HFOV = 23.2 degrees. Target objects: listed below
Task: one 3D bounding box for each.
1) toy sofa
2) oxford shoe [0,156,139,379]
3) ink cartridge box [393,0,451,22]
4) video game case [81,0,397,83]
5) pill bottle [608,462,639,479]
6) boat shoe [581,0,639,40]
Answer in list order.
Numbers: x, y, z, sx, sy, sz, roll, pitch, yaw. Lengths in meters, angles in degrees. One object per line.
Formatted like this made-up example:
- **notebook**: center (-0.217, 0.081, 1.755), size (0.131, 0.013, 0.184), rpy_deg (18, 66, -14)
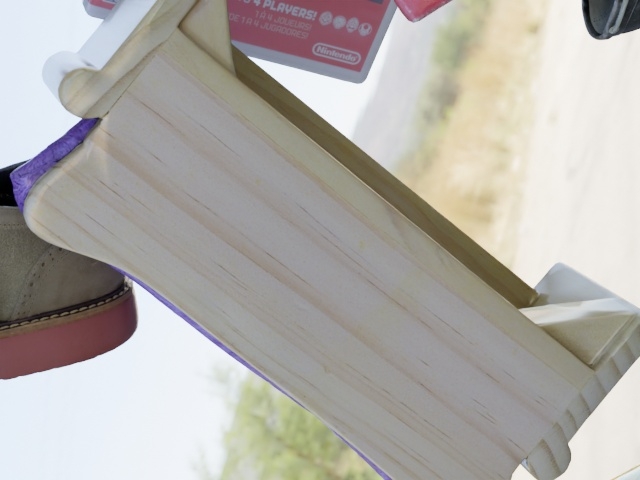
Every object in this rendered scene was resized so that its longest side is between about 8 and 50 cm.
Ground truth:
- **toy sofa**: center (0.000, 0.000, 0.903), size (0.177, 0.362, 0.150), rpy_deg (-52, 17, 1)
- **oxford shoe**: center (-0.255, 0.014, 0.809), size (0.348, 0.123, 0.130), rpy_deg (-13, -64, -39)
- **ink cartridge box**: center (0.040, -0.251, 0.557), size (0.197, 0.273, 0.114), rpy_deg (-31, 14, 21)
- **video game case**: center (-0.010, -0.247, 0.973), size (0.285, 0.204, 0.025), rpy_deg (-66, 28, 24)
- **pill bottle**: center (0.220, 0.246, 1.004), size (0.334, 0.188, 0.188), rpy_deg (-44, 21, 49)
- **boat shoe**: center (0.220, -0.227, 1.114), size (0.219, 0.070, 0.078), rpy_deg (77, 166, -51)
